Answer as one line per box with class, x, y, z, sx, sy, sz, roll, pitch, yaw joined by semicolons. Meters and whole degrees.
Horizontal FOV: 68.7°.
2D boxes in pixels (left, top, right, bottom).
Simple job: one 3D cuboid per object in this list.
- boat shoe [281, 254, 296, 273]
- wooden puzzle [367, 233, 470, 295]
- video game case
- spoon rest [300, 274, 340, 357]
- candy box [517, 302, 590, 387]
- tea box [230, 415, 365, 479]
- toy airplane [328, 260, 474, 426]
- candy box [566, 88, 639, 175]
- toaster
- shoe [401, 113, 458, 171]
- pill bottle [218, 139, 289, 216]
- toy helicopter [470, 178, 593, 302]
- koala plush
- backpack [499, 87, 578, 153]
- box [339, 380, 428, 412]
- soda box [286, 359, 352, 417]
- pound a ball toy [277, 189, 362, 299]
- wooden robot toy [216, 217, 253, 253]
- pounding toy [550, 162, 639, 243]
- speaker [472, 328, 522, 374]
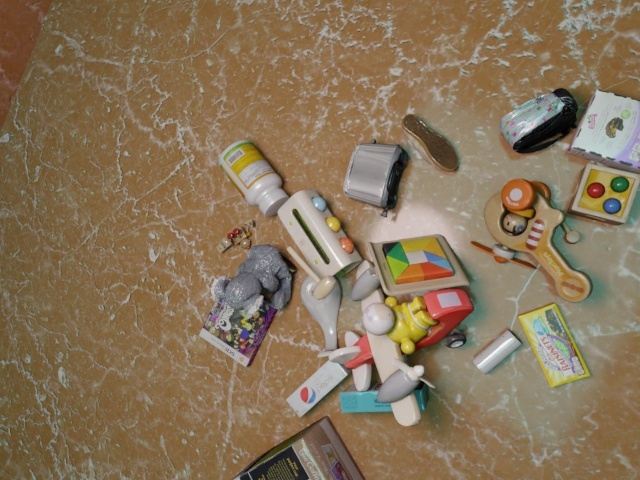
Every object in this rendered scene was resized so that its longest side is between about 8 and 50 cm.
boat shoe;-0.145;0.072;1.549;0.152;0.056;0.049;34;104;28
wooden puzzle;0.266;0.056;1.293;0.239;0.220;0.044;-4;127;-6
video game case;-0.279;0.275;1.589;0.210;0.042;0.232;29;97;17
spoon rest;0.008;0.229;1.481;0.137;0.084;0.276;-14;69;17
candy box;0.631;0.283;1.271;0.105;0.027;0.205;-26;79;20
tea box;-0.050;0.768;1.388;0.324;0.220;0.328;-36;77;15
toy airplane;0.179;0.254;1.296;0.386;0.272;0.384;18;74;42
candy box;0.779;-0.280;1.220;0.196;0.070;0.164;23;95;16
toaster;0.163;-0.189;1.412;0.147;0.129;0.226;16;95;24
shoe;0.326;-0.288;1.400;0.077;0.058;0.219;-38;79;-7
pill bottle;-0.213;-0.200;1.540;0.136;0.136;0.245;-42;75;13
toy helicopter;0.564;0.019;1.246;0.235;0.140;0.355;-49;60;34
koala plush;-0.215;0.135;1.447;0.196;0.221;0.203;27;128;20
backpack;0.586;-0.320;1.269;0.182;0.152;0.115;-31;62;19
box;0.188;0.461;1.382;0.245;0.100;0.060;-9;86;20
soda box;-0.003;0.453;1.467;0.216;0.069;0.074;-45;74;13
pound a ball toy;0.000;0.000;1.406;0.136;0.208;0.319;-41;74;27
wooden robot toy;-0.275;0.002;1.590;0.173;0.076;0.079;-37;87;15
pounding toy;0.700;-0.090;1.230;0.181;0.094;0.205;19;93;20
speaker;0.491;0.311;1.305;0.136;0.055;0.055;-45;74;11
